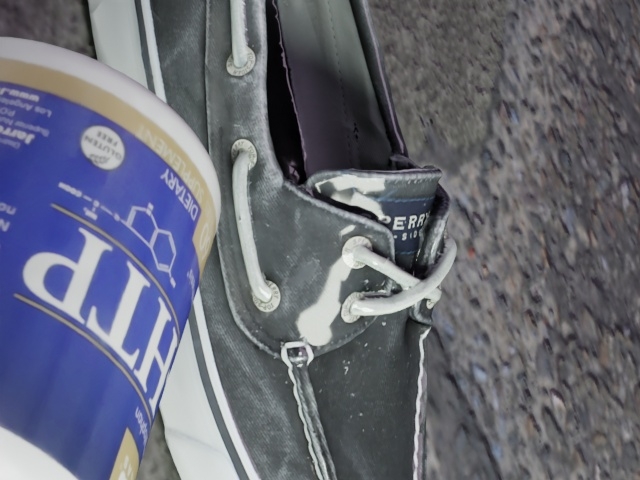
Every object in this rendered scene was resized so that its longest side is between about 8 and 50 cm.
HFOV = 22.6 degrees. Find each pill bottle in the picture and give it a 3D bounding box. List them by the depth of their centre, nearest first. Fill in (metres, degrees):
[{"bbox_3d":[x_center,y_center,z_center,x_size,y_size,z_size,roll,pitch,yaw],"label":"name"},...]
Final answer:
[{"bbox_3d":[-0.103,0.046,0.443,0.112,0.112,0.186,43,47,-33],"label":"pill bottle"}]

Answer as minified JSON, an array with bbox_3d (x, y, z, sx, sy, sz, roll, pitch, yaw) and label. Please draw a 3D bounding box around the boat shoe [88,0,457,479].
[{"bbox_3d":[0.000,0.000,0.596,0.108,0.102,0.301,-5,80,-52],"label":"boat shoe"}]
